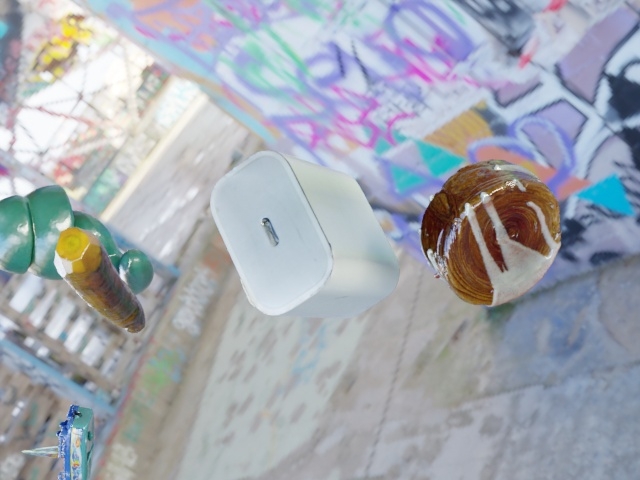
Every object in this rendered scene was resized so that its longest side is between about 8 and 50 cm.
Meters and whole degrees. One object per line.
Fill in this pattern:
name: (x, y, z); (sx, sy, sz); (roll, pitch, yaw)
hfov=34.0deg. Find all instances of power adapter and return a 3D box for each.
power adapter: (0.000, 0.000, 1.308); (0.124, 0.187, 0.255); (-33, -20, 23)

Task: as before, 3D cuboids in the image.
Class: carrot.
carrot: (-0.290, 0.065, 1.414); (0.066, 0.066, 0.314); (-58, -16, -17)

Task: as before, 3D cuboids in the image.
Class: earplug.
earplug: (-0.429, 0.016, 1.735); (0.257, 0.280, 0.164); (-116, 35, -46)

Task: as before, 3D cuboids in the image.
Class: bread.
bread: (0.188, -0.008, 1.153); (0.160, 0.160, 0.073); (-52, 36, 7)

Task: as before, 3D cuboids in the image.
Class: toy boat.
toy boat: (-0.416, 0.336, 1.662); (0.091, 0.110, 0.175); (-86, 4, -59)
